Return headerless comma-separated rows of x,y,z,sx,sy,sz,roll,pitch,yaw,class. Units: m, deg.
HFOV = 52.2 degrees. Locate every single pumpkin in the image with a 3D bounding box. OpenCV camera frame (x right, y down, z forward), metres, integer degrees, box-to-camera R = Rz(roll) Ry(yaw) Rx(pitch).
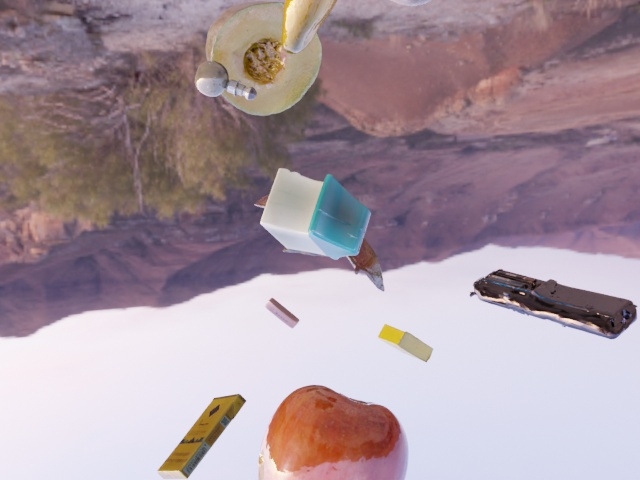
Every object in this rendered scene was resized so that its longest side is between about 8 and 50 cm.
-0.180,-0.564,1.959,0.333,0.332,0.199,-3,-151,-18,pumpkin

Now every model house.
0.003,-0.037,1.017,0.149,0.100,0.127,14,165,23,model house

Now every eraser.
0.213,0.256,1.633,0.097,0.045,0.122,33,171,-15,eraser

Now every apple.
0.015,0.370,1.070,0.242,0.241,0.242,17,168,4,apple

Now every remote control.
0.561,0.141,1.603,0.145,0.062,0.399,-27,-154,-34,remote control

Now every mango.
-0.020,-0.577,1.530,0.119,0.316,0.176,26,-147,-4,mango

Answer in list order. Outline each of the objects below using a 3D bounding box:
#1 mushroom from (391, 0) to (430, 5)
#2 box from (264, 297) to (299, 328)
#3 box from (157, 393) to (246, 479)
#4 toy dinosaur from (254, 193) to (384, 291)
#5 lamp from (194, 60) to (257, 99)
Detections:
0.212,-0.620,1.358,0.244,0.243,0.243,-3,-178,0,mushroom
-0.119,0.225,2.016,0.025,0.115,0.048,-50,179,-35,box
-0.339,0.558,1.867,0.153,0.041,0.279,-25,-161,49,box
0.009,-0.002,1.446,0.328,0.206,0.113,16,137,-12,toy dinosaur
-0.242,-0.405,1.692,0.163,0.091,0.091,21,-178,2,lamp
